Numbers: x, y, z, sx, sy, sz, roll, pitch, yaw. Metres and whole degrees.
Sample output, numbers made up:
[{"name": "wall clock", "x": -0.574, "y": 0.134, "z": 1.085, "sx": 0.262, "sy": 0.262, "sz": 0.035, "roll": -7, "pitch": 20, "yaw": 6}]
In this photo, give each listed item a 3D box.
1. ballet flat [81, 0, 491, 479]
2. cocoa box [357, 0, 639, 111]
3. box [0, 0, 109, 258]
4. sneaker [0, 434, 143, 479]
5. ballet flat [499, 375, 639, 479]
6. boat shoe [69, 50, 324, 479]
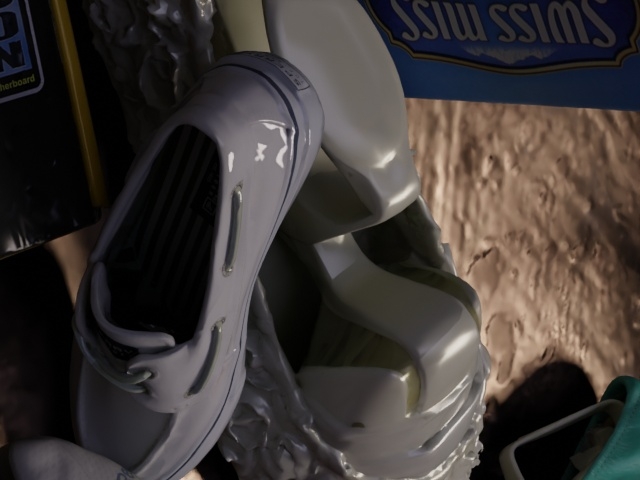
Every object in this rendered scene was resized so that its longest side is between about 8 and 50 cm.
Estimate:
[{"name": "ballet flat", "x": 0.000, "y": 0.000, "z": 0.821, "sx": 0.147, "sy": 0.147, "sz": 0.409, "roll": -38, "pitch": 120, "yaw": -29}, {"name": "cocoa box", "x": 0.176, "y": -0.237, "z": 0.856, "sx": 0.347, "sy": 0.231, "sz": 0.228, "roll": -38, "pitch": 120, "yaw": -33}, {"name": "box", "x": -0.247, "y": -0.083, "z": 0.639, "sx": 0.322, "sy": 0.079, "sz": 0.257, "roll": -22, "pitch": 112, "yaw": -36}, {"name": "sneaker", "x": -0.161, "y": 0.212, "z": 0.755, "sx": 0.129, "sy": 0.111, "sz": 0.297, "roll": 40, "pitch": 74, "yaw": -11}, {"name": "ballet flat", "x": 0.115, "y": 0.159, "z": 0.983, "sx": 0.087, "sy": 0.083, "sz": 0.247, "roll": 44, "pitch": 58, "yaw": 9}, {"name": "boat shoe", "x": -0.071, "y": 0.023, "z": 0.751, "sx": 0.076, "sy": 0.083, "sz": 0.226, "roll": -34, "pitch": 148, "yaw": -53}]
